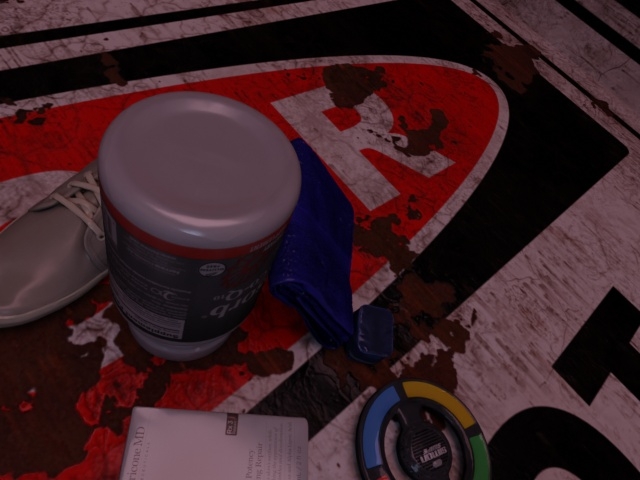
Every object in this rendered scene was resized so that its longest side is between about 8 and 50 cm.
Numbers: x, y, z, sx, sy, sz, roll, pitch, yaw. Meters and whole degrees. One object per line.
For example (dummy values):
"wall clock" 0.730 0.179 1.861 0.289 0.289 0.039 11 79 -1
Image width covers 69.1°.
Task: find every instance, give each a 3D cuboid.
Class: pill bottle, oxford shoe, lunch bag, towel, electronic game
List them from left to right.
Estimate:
"oxford shoe" -0.354 -0.053 0.738 0.169 0.130 0.449 37 53 5
"pill bottle" -0.167 0.011 0.612 0.210 0.363 0.210 10 53 -14
"towel" 0.000 0.000 0.789 0.076 0.228 0.308 -13 51 18
"lunch bag" 0.081 0.159 0.797 0.067 0.065 0.099 17 58 -13
"electronic game" 0.162 0.327 0.720 0.229 0.048 0.229 11 53 -15

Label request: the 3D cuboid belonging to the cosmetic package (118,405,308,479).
"cosmetic package" -0.136 0.291 0.606 0.230 0.085 0.117 10 53 -17
